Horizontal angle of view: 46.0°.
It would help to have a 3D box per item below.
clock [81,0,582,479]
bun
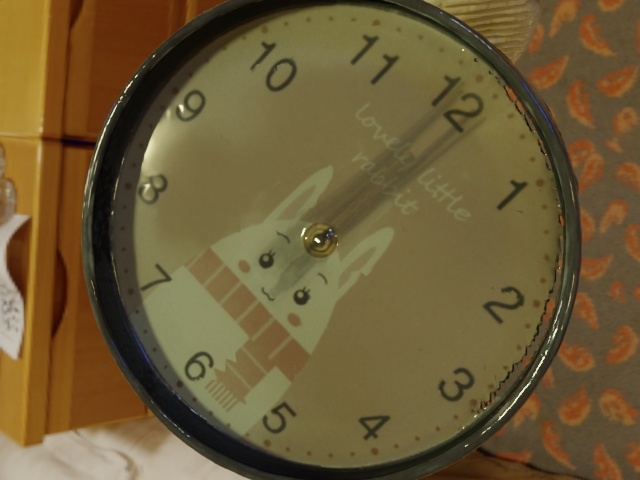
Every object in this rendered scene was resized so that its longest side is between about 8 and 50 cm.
[{"bbox_3d":[0.000,0.000,0.569,0.386,0.076,0.386,1,95,14],"label":"clock"},{"bbox_3d":[0.152,-0.262,0.900,0.220,0.220,0.134,-47,55,35],"label":"bun"}]
